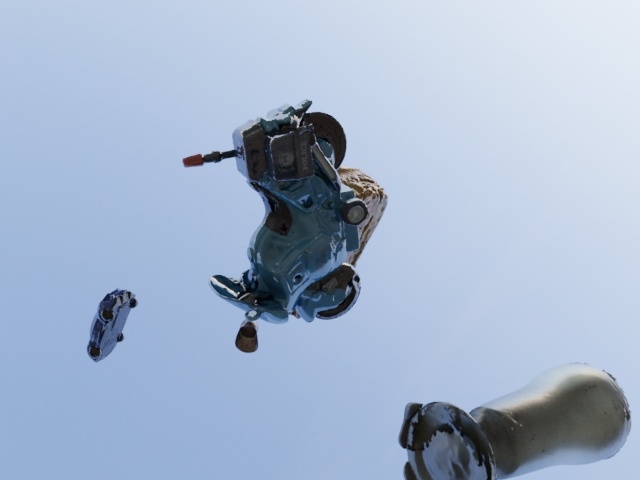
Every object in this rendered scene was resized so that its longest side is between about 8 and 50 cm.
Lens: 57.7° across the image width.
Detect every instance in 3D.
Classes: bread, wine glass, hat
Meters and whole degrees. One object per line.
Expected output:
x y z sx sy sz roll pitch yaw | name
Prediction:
0.000 0.000 1.093 0.167 0.294 0.132 -8 -140 -44 | bread
0.127 0.121 0.371 0.156 0.072 0.072 -1 -118 -37 | wine glass
-0.175 0.230 1.414 0.058 0.086 0.042 4 -161 7 | hat

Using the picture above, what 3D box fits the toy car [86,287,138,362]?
-0.520 0.206 1.420 0.063 0.216 0.103 33 -154 8 | toy car

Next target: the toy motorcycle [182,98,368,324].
-0.044 -0.014 0.653 0.182 0.271 0.124 -15 -155 -19 | toy motorcycle
